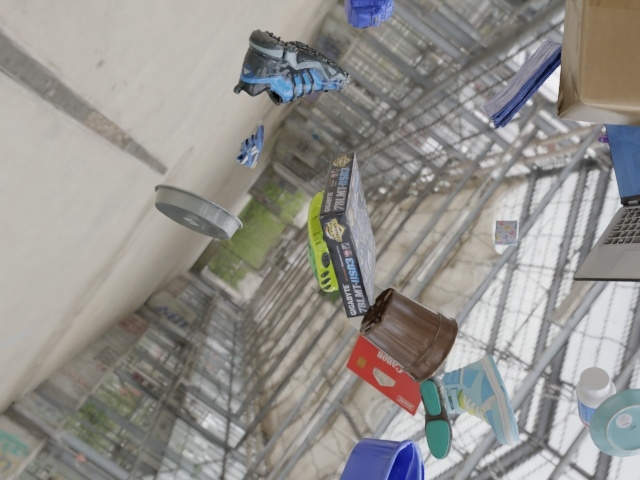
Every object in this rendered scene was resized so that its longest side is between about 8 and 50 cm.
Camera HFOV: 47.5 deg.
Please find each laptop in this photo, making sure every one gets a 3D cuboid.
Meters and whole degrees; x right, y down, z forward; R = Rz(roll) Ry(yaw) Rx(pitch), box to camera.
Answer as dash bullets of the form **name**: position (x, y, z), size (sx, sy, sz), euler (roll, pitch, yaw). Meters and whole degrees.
- **laptop**: position (0.757, -0.128, 1.687), size (0.408, 0.236, 0.382), euler (-50, -165, -16)

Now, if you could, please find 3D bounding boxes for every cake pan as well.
- **cake pan**: position (-0.383, -0.081, 2.235), size (0.054, 0.293, 0.293), euler (-67, -171, -14)

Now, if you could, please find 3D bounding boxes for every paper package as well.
- **paper package**: position (0.671, -0.391, 1.478), size (0.168, 0.325, 0.309), euler (20, 74, -86)

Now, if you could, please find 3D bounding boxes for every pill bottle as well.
- **pill bottle**: position (0.901, 0.515, 2.380), size (0.124, 0.221, 0.124), euler (-13, -137, 12)

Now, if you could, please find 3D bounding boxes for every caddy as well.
- **caddy**: position (0.167, 0.671, 1.869), size (0.179, 0.241, 0.341), euler (2, -134, 32)

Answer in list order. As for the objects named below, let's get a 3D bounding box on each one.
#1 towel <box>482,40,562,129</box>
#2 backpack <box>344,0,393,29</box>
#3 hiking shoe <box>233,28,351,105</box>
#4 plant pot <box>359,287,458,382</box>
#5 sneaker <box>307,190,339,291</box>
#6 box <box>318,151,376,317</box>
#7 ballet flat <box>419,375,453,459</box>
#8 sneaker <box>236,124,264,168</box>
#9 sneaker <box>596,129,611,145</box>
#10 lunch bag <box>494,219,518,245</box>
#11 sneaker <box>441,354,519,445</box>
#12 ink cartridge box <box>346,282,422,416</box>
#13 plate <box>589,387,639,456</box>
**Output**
- **towel**: position (0.494, -0.392, 1.787), size (0.243, 0.040, 0.336), euler (-49, -175, 18)
- **backpack**: position (0.130, -0.607, 1.894), size (0.098, 0.120, 0.101), euler (100, -20, -69)
- **hiking shoe**: position (-0.060, -0.349, 1.541), size (0.304, 0.113, 0.132), euler (5, 121, -50)
- **plant pot**: position (0.186, 0.200, 1.602), size (0.167, 0.165, 0.167), euler (-54, -170, 15)
- **sneaker**: position (0.000, 0.000, 2.050), size (0.123, 0.110, 0.295), euler (34, -48, 57)
- **box**: position (0.073, -0.018, 1.752), size (0.073, 0.293, 0.295), euler (-9, -147, 12)
- **ballet flat**: position (0.271, 0.400, 1.661), size (0.070, 0.070, 0.188), euler (178, -94, -83)
- **sneaker**: position (-0.197, -0.269, 2.074), size (0.053, 0.059, 0.144), euler (-91, -159, -52)
- **sneaker**: position (0.795, -0.310, 1.934), size (0.170, 0.071, 0.068), euler (-38, -147, -16)
- **lunch bag**: position (0.579, -0.018, 2.269), size (0.053, 0.071, 0.083), euler (63, 32, -49)
- **sneaker**: position (0.445, 0.486, 2.108), size (0.208, 0.127, 0.319), euler (-20, -151, 10)
- **ink cartridge box**: position (0.192, 0.285, 1.962), size (0.296, 0.066, 0.261), euler (28, -85, 47)
- **plate**: position (0.715, 0.426, 1.675), size (0.188, 0.188, 0.024), euler (-52, -165, 16)
